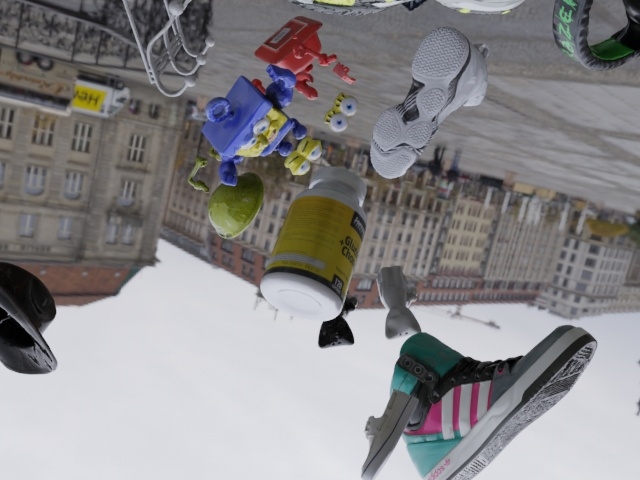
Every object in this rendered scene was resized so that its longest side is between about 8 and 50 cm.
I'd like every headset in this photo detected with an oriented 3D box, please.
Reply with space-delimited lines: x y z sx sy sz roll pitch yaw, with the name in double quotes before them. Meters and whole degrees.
"headset" 0.471 -0.408 0.827 0.185 0.394 0.243 55 177 36

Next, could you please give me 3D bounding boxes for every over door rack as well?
"over door rack" -0.264 -0.420 0.958 0.108 0.324 0.239 -19 -149 12

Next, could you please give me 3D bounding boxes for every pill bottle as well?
"pill bottle" 0.000 0.000 0.760 0.103 0.184 0.103 14 150 8

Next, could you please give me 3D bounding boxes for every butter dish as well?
"butter dish" -0.060 -0.468 1.515 0.118 0.160 0.160 50 177 -38

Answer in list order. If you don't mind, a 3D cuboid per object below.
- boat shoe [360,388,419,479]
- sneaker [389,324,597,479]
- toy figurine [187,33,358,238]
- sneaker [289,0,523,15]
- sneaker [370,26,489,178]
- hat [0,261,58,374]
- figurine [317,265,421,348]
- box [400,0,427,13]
"boat shoe" 0.058 0.182 0.576 0.035 0.035 0.100 27 -127 17
"sneaker" 0.194 0.173 0.784 0.124 0.295 0.178 11 -146 -46
"toy figurine" -0.135 -0.178 0.951 0.191 0.362 0.217 50 -162 19
"sneaker" 0.118 -0.364 0.732 0.385 0.145 0.147 -8 180 -14
"sneaker" 0.265 -0.305 1.406 0.137 0.365 0.210 42 -147 27
"hat" -0.678 0.143 1.333 0.332 0.331 0.134 16 -138 17
"figurine" 0.098 0.146 1.239 0.215 0.092 0.209 -9 -156 6
"box" 0.294 -0.690 1.331 0.073 0.293 0.296 29 144 -32
